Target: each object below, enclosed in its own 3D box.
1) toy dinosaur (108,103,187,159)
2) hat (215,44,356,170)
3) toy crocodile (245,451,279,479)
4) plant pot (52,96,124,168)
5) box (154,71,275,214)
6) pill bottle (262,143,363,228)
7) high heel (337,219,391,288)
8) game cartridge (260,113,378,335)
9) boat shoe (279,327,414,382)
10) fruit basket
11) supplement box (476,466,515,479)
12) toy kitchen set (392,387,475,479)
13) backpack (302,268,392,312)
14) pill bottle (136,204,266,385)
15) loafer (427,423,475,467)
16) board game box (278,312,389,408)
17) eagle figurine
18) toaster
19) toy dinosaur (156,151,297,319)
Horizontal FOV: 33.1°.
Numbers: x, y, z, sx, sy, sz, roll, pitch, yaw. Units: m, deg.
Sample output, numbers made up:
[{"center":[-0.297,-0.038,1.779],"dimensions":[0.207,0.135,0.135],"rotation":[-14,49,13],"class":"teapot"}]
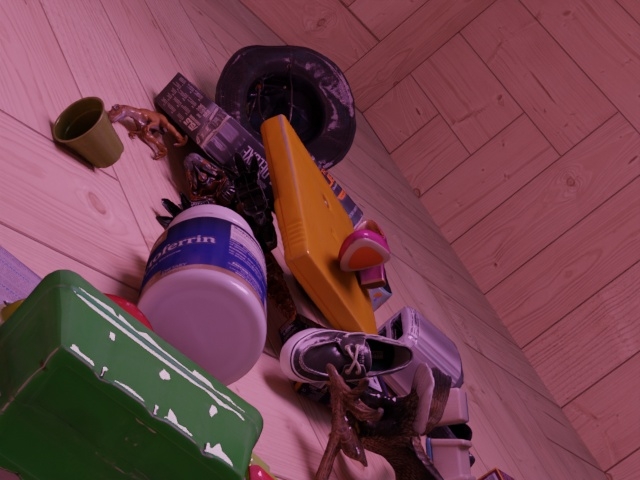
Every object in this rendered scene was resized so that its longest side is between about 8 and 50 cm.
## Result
[{"center":[-0.271,-0.192,1.793],"dimensions":[0.112,0.064,0.211],"rotation":[53,12,15],"class":"toy dinosaur"},{"center":[-0.091,-0.269,2.359],"dimensions":[0.331,0.331,0.134],"rotation":[50,-28,-5],"class":"hat"},{"center":[-0.069,0.293,1.020],"dimensions":[0.115,0.105,0.340],"rotation":[47,13,-16],"class":"toy crocodile"},{"center":[-0.315,-0.143,1.494],"dimensions":[0.079,0.083,0.083],"rotation":[57,5,-45],"class":"plant pot"},{"center":[-0.153,-0.164,1.929],"dimensions":[0.242,0.076,0.307],"rotation":[42,1,-34],"class":"box"},{"center":[-0.038,-0.100,2.182],"dimensions":[0.245,0.130,0.130],"rotation":[48,13,-10],"class":"pill bottle"},{"center":[0.068,-0.008,1.652],"dimensions":[0.244,0.082,0.117],"rotation":[48,32,-70],"class":"high heel"},{"center":[0.000,0.000,1.693],"dimensions":[0.323,0.053,0.285],"rotation":[-100,162,-45],"class":"game cartridge"},{"center":[0.041,0.164,1.551],"dimensions":[0.219,0.070,0.077],"rotation":[0,89,-41],"class":"boat shoe"},{"center":[-0.198,0.139,0.975],"dimensions":[0.327,0.165,0.353],"rotation":[40,-3,-19],"class":"fruit basket"},{"center":[0.335,0.468,2.028],"dimensions":[0.083,0.055,0.043],"rotation":[36,20,-46],"class":"supplement box"},{"center":[0.207,0.363,1.774],"dimensions":[0.166,0.122,0.207],"rotation":[30,53,-59],"class":"toy kitchen set"},{"center":[0.043,0.064,1.957],"dimensions":[0.166,0.144,0.188],"rotation":[46,2,-20],"class":"backpack"},{"center":[-0.142,0.058,1.324],"dimensions":[0.153,0.153,0.264],"rotation":[46,13,-18],"class":"pill bottle"},{"center":[0.241,0.359,1.956],"dimensions":[0.076,0.078,0.223],"rotation":[48,13,-15],"class":"loafer"},{"center":[0.023,0.201,1.660],"dimensions":[0.170,0.048,0.141],"rotation":[30,23,-31],"class":"board game box"},{"center":[0.114,0.281,1.512],"dimensions":[0.298,0.226,0.225],"rotation":[34,0,-37],"class":"eagle figurine"},{"center":[0.176,0.225,2.014],"dimensions":[0.146,0.129,0.227],"rotation":[44,16,-12],"class":"toaster"},{"center":[-0.121,-0.022,1.668],"dimensions":[0.322,0.164,0.218],"rotation":[33,-12,23],"class":"toy dinosaur"}]
